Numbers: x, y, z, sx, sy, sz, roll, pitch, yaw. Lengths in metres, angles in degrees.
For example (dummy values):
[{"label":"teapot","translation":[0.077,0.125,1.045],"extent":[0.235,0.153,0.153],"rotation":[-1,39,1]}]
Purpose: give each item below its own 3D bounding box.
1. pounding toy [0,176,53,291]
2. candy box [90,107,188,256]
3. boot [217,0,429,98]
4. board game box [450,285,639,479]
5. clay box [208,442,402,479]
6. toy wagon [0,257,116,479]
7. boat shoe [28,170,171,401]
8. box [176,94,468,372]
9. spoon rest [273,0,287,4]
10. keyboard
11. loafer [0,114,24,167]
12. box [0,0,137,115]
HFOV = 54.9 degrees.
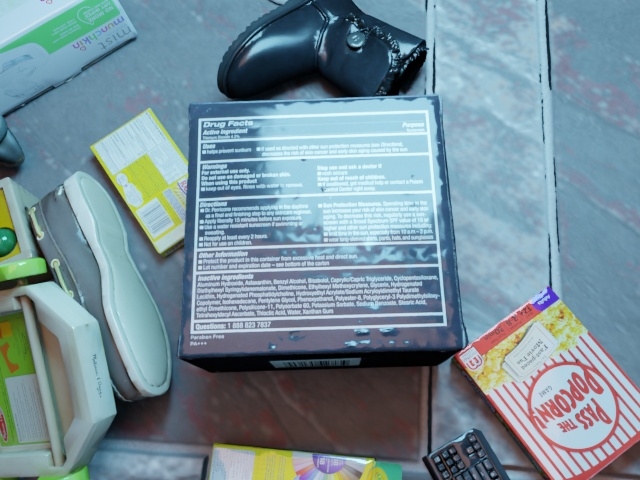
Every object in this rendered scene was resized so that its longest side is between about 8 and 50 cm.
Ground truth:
[{"label":"pounding toy","translation":[-0.494,-0.003,0.843],"extent":[0.206,0.094,0.181],"rotation":[-24,71,-2]},{"label":"candy box","translation":[-0.234,-0.085,0.876],"extent":[0.105,0.027,0.206],"rotation":[-34,72,-9]},{"label":"boot","translation":[0.005,-0.244,0.866],"extent":[0.246,0.094,0.207],"rotation":[-43,69,-14]},{"label":"board game box","translation":[0.274,0.174,0.727],"extent":[0.147,0.045,0.193],"rotation":[-36,72,-6]},{"label":"clay box","translation":[-0.020,0.310,0.711],"extent":[0.222,0.053,0.127],"rotation":[4,73,6]},{"label":"toy wagon","translation":[-0.403,0.171,0.748],"extent":[0.345,0.068,0.267],"rotation":[-11,90,25]},{"label":"boat shoe","translation":[-0.288,0.065,0.791],"extent":[0.097,0.116,0.324],"rotation":[-29,71,6]},{"label":"box","translation":[0.000,0.000,0.736],"extent":[0.297,0.182,0.293],"rotation":[-1,73,1]},{"label":"spoon rest","translation":[-0.038,-0.501,0.975],"extent":[0.137,0.084,0.276],"rotation":[-3,85,7]},{"label":"keyboard","translation":[0.184,0.320,0.702],"extent":[0.108,0.023,0.180],"rotation":[-29,71,-3]},{"label":"loafer","translation":[-0.555,-0.161,0.909],"extent":[0.268,0.084,0.096],"rotation":[18,66,22]},{"label":"box","translation":[-0.458,-0.355,0.940],"extent":[0.262,0.126,0.231],"rotation":[-32,70,-6]}]
